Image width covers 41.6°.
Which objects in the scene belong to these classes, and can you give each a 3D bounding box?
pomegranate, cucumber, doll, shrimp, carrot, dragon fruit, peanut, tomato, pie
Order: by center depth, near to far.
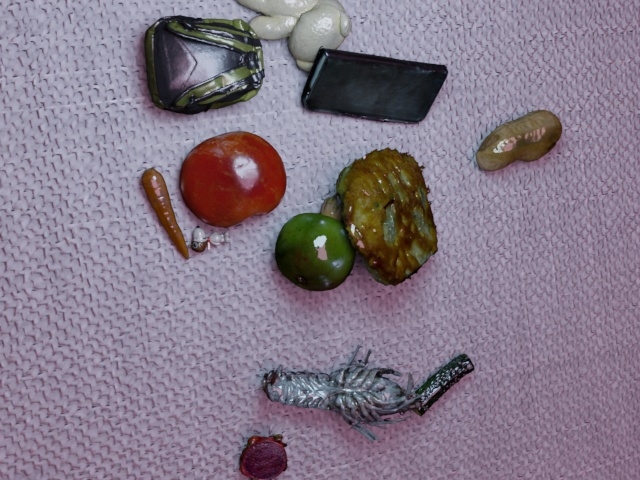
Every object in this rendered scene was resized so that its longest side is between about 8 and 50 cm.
[{"bbox_3d":[-0.180,-0.137,1.806,0.233,0.139,0.200,-24,95,-17],"label":"tomato"},{"bbox_3d":[-0.329,-0.053,1.811,0.048,0.048,0.216,-26,106,-17],"label":"carrot"},{"bbox_3d":[-0.245,0.002,1.845,0.085,0.040,0.058,14,78,-20],"label":"doll"},{"bbox_3d":[-0.063,-0.519,1.851,0.278,0.175,0.149,41,41,-9],"label":"doll"},{"bbox_3d":[0.001,0.001,1.870,0.187,0.187,0.225,33,61,-19],"label":"pomegranate"},{"bbox_3d":[0.150,-0.060,1.899,0.355,0.103,0.288,-40,105,-50],"label":"pie"},{"bbox_3d":[-0.129,0.484,1.902,0.112,0.068,0.126,-3,108,-4],"label":"dragon fruit"},{"bbox_3d":[0.070,0.344,1.924,0.410,0.166,0.221,5,69,-6],"label":"shrimp"},{"bbox_3d":[0.294,0.347,2.051,0.187,0.058,0.058,-38,105,-15],"label":"cucumber"},{"bbox_3d":[0.485,-0.238,2.062,0.236,0.120,0.110,-28,66,-11],"label":"peanut"}]

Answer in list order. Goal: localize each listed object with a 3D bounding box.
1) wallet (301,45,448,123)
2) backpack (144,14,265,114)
[{"bbox_3d":[0.121,-0.346,1.907,0.318,0.045,0.172,2,136,-24],"label":"wallet"},{"bbox_3d":[-0.238,-0.373,1.770,0.253,0.140,0.207,-8,98,-15],"label":"backpack"}]
